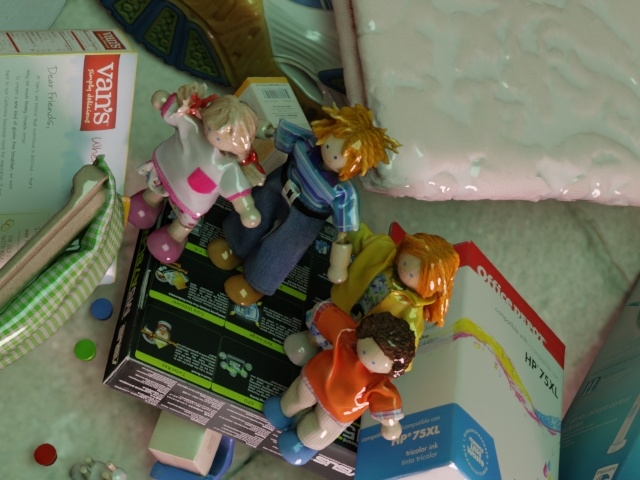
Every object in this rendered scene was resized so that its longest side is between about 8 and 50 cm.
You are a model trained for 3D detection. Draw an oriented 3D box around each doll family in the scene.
[{"bbox_3d":[0.000,0.000,1.239,0.118,0.163,0.263,-26,75,-43],"label":"doll family"}]

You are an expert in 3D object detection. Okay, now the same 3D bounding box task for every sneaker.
[{"bbox_3d":[-0.030,-0.172,1.379,0.296,0.112,0.131,31,55,-17],"label":"sneaker"}]

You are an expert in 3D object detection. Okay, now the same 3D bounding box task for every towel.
[{"bbox_3d":[0.148,-0.173,1.384,0.332,0.053,0.316,1,70,-31],"label":"towel"}]

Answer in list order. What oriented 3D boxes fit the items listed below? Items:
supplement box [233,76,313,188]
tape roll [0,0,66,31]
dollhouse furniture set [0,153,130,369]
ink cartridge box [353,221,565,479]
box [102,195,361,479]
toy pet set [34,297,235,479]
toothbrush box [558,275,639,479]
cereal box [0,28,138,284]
[{"bbox_3d":[-0.032,-0.054,1.334,0.036,0.062,0.098,-4,59,-40],"label":"supplement box"},{"bbox_3d":[-0.271,-0.200,1.284,0.219,0.072,0.219,3,82,-23],"label":"tape roll"},{"bbox_3d":[-0.186,0.109,1.170,0.151,0.197,0.301,45,85,-5],"label":"dollhouse furniture set"},{"bbox_3d":[0.099,0.098,1.327,0.134,0.078,0.231,46,38,-36],"label":"ink cartridge box"},{"bbox_3d":[-0.039,0.052,1.323,0.191,0.045,0.184,24,49,-18],"label":"box"},{"bbox_3d":[-0.115,0.118,1.328,0.114,0.065,0.122,15,71,16],"label":"toy pet set"},{"bbox_3d":[0.296,0.155,1.411,0.216,0.126,0.295,42,56,-13],"label":"toothbrush box"},{"bbox_3d":[-0.241,-0.047,1.246,0.240,0.047,0.173,-3,120,-24],"label":"cereal box"}]
